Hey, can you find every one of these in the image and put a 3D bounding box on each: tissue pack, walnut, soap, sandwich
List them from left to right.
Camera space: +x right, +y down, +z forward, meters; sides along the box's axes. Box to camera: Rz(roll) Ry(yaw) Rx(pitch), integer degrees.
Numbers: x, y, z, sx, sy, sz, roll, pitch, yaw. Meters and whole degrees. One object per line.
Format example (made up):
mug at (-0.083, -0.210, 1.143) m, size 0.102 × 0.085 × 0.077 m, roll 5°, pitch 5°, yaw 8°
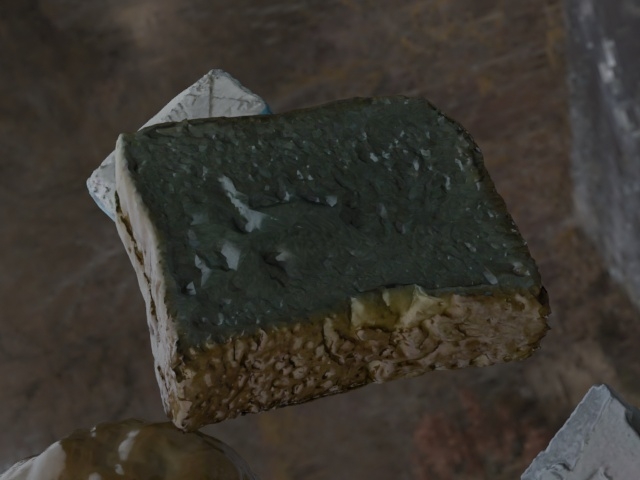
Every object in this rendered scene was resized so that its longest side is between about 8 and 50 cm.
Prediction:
walnut at (-0.164, 0.291, 1.325) m, size 0.285 × 0.296 × 0.285 m, roll 43°, pitch -157°, yaw -23°
tissue pack at (-0.095, -0.027, 1.697) m, size 0.124 × 0.201 × 0.271 m, roll 46°, pitch 174°, yaw 44°
sandwich at (0.000, 0.000, 1.249) m, size 0.099 × 0.301 × 0.271 m, roll 97°, pitch 158°, yaw -48°
soap at (0.382, 0.329, 1.719) m, size 0.258 × 0.159 × 0.302 m, roll 37°, pitch -168°, yaw -41°
